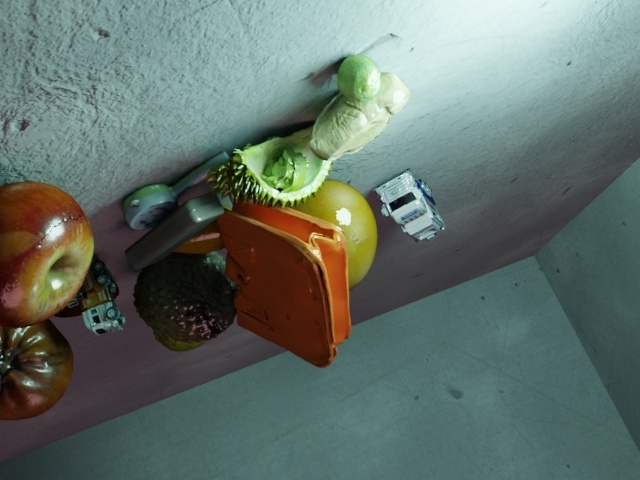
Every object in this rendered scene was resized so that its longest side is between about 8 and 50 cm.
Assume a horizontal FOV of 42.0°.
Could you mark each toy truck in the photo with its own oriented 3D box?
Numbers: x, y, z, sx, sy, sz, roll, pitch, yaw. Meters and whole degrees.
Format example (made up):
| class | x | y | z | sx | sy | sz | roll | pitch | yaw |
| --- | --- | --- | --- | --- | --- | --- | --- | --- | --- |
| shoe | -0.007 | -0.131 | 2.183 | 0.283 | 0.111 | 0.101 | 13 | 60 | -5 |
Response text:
| class | x | y | z | sx | sy | sz | roll | pitch | yaw |
| --- | --- | --- | --- | --- | --- | --- | --- | --- | --- |
| toy truck | 0.257 | -0.091 | 2.358 | 0.124 | 0.155 | 0.268 | -29 | 162 | 14 |
| toy truck | -0.529 | 0.137 | 1.930 | 0.115 | 0.178 | 0.080 | -21 | 162 | -8 |

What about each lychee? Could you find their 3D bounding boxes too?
| class | x | y | z | sx | sy | sz | roll | pitch | yaw |
| --- | --- | --- | --- | --- | --- | --- | --- | --- | --- |
| lychee | -0.331 | 0.136 | 2.063 | 0.274 | 0.255 | 0.255 | -20 | 167 | 28 |

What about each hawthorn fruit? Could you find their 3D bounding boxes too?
| class | x | y | z | sx | sy | sz | roll | pitch | yaw |
| --- | --- | --- | --- | --- | --- | --- | --- | --- | --- |
| hawthorn fruit | -0.737 | 0.297 | 2.009 | 0.277 | 0.277 | 0.298 | -19 | 172 | -19 |

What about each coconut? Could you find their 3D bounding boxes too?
| class | x | y | z | sx | sy | sz | roll | pitch | yaw |
| --- | --- | --- | --- | --- | --- | --- | --- | --- | --- |
| coconut | 0.073 | -0.309 | 1.581 | 0.088 | 0.096 | 0.088 | -22 | 132 | -27 |

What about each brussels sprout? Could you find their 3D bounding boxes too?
| class | x | y | z | sx | sy | sz | roll | pitch | yaw |
| --- | --- | --- | --- | --- | --- | --- | --- | --- | --- |
| brussels sprout | -0.387 | 0.233 | 2.436 | 0.223 | 0.161 | 0.223 | -16 | 166 | -4 |

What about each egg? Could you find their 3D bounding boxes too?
| class | x | y | z | sx | sy | sz | roll | pitch | yaw |
| --- | --- | --- | --- | --- | --- | --- | --- | --- | --- |
| egg | 0.000 | 0.000 | 2.060 | 0.282 | 0.282 | 0.351 | -15 | 156 | -28 |

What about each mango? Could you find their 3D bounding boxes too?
| class | x | y | z | sx | sy | sz | roll | pitch | yaw |
| --- | --- | --- | --- | --- | --- | --- | --- | --- | --- |
| mango | -0.278 | -0.024 | 1.938 | 0.195 | 0.098 | 0.137 | -10 | 162 | -24 |

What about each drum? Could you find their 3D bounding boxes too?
| class | x | y | z | sx | sy | sz | roll | pitch | yaw |
| --- | --- | --- | --- | --- | --- | --- | --- | --- | --- |
| drum | -0.297 | -0.100 | 1.758 | 0.253 | 0.049 | 0.130 | -27 | 163 | -4 |

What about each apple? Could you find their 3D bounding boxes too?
| class | x | y | z | sx | sy | sz | roll | pitch | yaw |
| --- | --- | --- | --- | --- | --- | --- | --- | --- | --- |
| apple | -0.531 | 0.018 | 1.465 | 0.272 | 0.206 | 0.251 | -54 | 165 | -36 |

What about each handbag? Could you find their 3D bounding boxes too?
| class | x | y | z | sx | sy | sz | roll | pitch | yaw |
| --- | --- | --- | --- | --- | --- | --- | --- | --- | --- |
| handbag | -0.082 | 0.092 | 1.891 | 0.116 | 0.303 | 0.410 | -50 | 150 | -35 |

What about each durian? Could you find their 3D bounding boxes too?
| class | x | y | z | sx | sy | sz | roll | pitch | yaw |
| --- | --- | --- | --- | --- | --- | --- | --- | --- | --- |
| durian | -0.101 | -0.160 | 1.749 | 0.355 | 0.157 | 0.169 | -22 | 131 | -47 |

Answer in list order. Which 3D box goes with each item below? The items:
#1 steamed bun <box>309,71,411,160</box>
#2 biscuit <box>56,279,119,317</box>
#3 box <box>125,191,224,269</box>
| class | x | y | z | sx | sy | sz | roll | pitch | yaw |
| --- | --- | --- | --- | --- | --- | --- | --- | --- | --- |
| steamed bun | 0.080 | -0.263 | 1.691 | 0.212 | 0.110 | 0.231 | -39 | 177 | 20 |
| biscuit | -0.598 | 0.150 | 2.097 | 0.192 | 0.049 | 0.192 | -19 | 160 | -7 |
| box | -0.315 | -0.019 | 1.791 | 0.243 | 0.055 | 0.103 | -32 | 176 | 36 |
